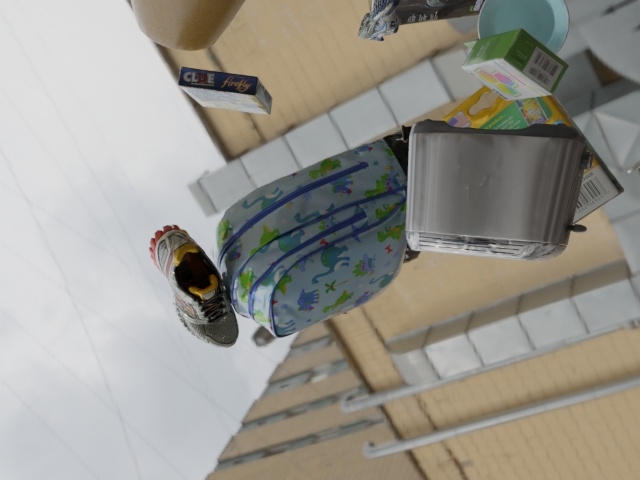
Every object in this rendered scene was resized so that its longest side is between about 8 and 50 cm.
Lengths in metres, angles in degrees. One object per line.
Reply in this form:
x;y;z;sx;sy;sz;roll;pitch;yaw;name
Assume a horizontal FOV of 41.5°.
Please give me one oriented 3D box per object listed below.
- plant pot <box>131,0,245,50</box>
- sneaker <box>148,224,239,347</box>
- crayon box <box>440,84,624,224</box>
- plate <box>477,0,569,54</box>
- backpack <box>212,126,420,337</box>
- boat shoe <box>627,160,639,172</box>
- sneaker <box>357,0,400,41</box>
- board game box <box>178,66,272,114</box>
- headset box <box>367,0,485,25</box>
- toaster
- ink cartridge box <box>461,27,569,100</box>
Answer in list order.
-0.168;-0.392;1.121;0.237;0.254;0.237;11;-135;-11;plant pot
-0.188;0.085;1.305;0.088;0.093;0.225;-38;-57;-17;sneaker
0.415;-0.169;1.669;0.323;0.203;0.083;57;-155;9;crayon box
0.422;-0.449;1.755;0.188;0.188;0.024;66;-153;-3;plate
0.000;0.000;1.388;0.290;0.355;0.273;97;162;-57;backpack
0.682;-0.142;1.648;0.136;0.156;0.367;5;-86;-66;boat shoe
0.116;-0.391;1.476;0.058;0.135;0.052;17;-109;-15;sneaker
-0.203;-0.325;1.854;0.243;0.165;0.042;15;-97;-86;board game box
0.227;-0.586;1.860;0.246;0.283;0.131;87;176;-82;headset box
0.182;-0.055;0.942;0.129;0.227;0.146;6;-90;-67;toaster
0.316;-0.295;1.447;0.109;0.062;0.209;31;177;-17;ink cartridge box
